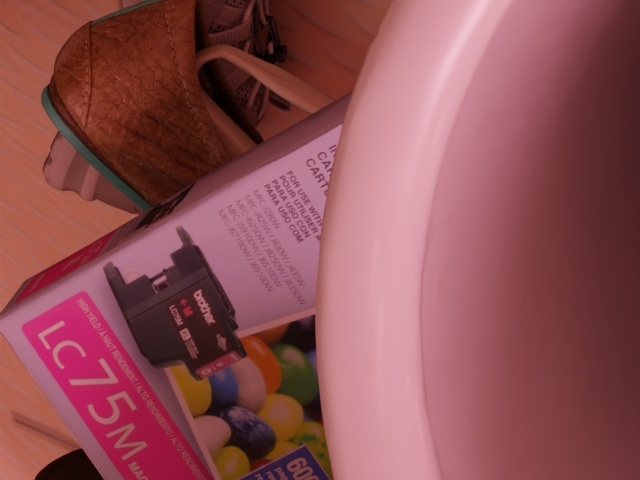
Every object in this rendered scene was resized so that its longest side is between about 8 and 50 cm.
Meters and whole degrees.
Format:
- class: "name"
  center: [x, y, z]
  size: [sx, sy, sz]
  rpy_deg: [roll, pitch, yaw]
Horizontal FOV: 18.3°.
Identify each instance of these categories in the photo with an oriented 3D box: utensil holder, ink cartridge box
- class: "utensil holder"
  center: [0.222, -0.008, 0.561]
  size: [0.327, 0.385, 0.328]
  rpy_deg: [6, 105, 22]
- class: "ink cartridge box"
  center: [0.012, 0.036, 0.996]
  size: [0.311, 0.065, 0.186]
  rpy_deg: [-29, 102, 17]

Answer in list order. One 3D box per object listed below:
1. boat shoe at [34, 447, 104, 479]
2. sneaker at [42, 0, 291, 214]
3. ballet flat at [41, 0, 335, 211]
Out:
- class: "boat shoe"
  center: [-0.075, 0.223, 1.313]
  size: [0.307, 0.110, 0.104]
  rpy_deg: [20, 128, 53]
- class: "sneaker"
  center: [-0.059, -0.120, 1.140]
  size: [0.115, 0.105, 0.281]
  rpy_deg: [26, 132, -6]
- class: "ballet flat"
  center: [0.000, 0.000, 1.082]
  size: [0.124, 0.116, 0.342]
  rpy_deg: [-38, 102, 14]
